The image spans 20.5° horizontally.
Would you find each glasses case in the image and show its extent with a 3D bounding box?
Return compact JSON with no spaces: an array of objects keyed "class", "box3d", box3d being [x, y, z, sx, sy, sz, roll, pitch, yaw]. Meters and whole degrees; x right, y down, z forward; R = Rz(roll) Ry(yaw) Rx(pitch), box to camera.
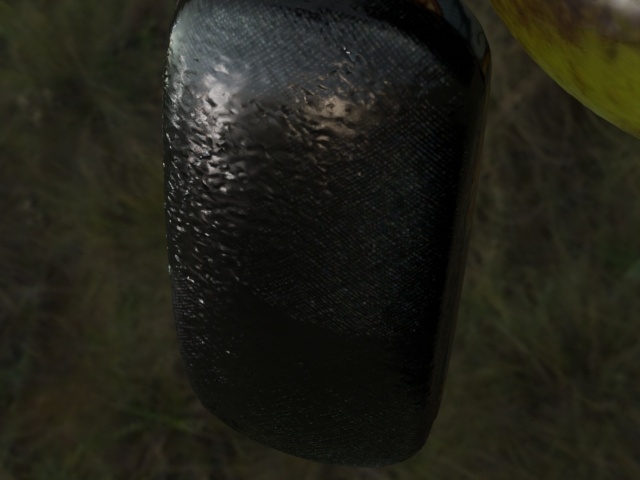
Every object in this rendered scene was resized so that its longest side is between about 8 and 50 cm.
[{"class":"glasses case","box3d":[0.000,0.000,0.746,0.122,0.321,0.082,12,55,7]}]

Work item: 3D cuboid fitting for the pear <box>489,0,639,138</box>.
[{"class":"pear","box3d":[0.159,-0.160,0.569,0.284,0.283,0.283,-13,62,27]}]
